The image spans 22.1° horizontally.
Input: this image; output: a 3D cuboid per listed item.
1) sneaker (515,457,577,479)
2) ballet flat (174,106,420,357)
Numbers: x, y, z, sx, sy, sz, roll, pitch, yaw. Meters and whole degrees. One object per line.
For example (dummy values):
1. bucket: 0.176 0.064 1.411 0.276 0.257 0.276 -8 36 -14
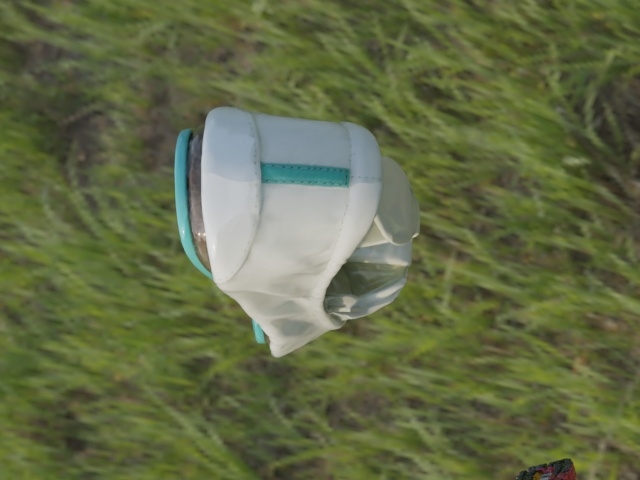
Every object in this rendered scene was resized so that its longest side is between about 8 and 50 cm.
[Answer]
1. sneaker: 0.258 0.320 1.811 0.088 0.225 0.093 -18 99 21
2. ballet flat: 0.000 0.000 1.050 0.139 0.400 0.139 -1 81 4
